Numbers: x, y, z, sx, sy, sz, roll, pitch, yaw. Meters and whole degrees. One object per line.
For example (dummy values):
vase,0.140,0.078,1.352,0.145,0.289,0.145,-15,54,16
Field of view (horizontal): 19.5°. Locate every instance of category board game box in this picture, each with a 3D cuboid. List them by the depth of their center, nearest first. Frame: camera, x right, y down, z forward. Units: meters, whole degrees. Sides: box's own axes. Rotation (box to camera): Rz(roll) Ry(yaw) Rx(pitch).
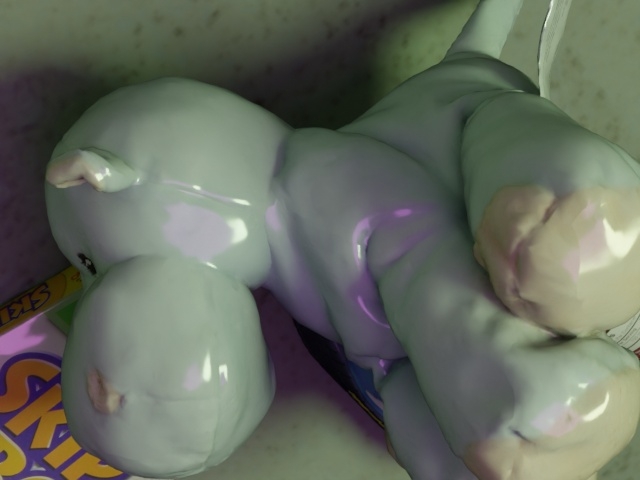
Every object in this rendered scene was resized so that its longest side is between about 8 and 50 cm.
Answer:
board game box,-0.173,0.110,0.919,0.259,0.039,0.124,-32,120,-9

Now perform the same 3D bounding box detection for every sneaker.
sneaker,0.039,0.063,0.971,0.059,0.053,0.144,-47,124,-4

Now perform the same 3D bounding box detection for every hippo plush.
hippo plush,0.000,0.000,0.800,0.236,0.234,0.294,2,89,-9

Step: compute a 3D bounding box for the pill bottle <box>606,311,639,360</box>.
pill bottle,0.160,0.018,0.977,0.152,0.086,0.086,13,106,-25
